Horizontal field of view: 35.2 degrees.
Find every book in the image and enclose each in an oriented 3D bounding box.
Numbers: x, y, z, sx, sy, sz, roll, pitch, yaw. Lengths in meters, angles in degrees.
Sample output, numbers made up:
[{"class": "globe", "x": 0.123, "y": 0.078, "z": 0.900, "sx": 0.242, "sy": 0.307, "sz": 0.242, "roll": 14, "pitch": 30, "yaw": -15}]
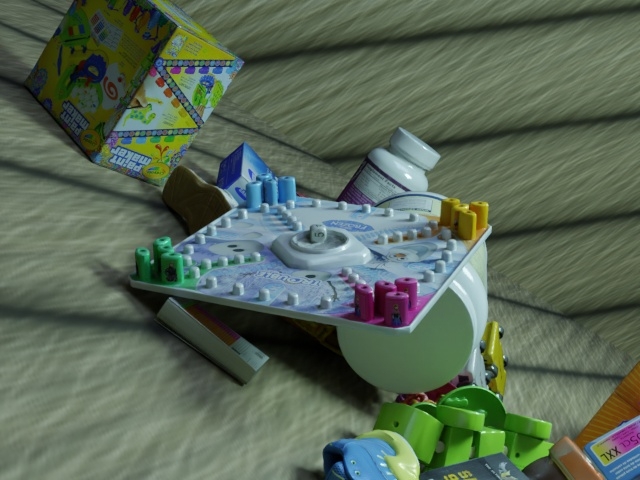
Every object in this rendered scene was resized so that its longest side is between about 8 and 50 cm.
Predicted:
[{"class": "book", "x": -0.137, "y": 0.124, "z": 1.314, "sx": 0.144, "sy": 0.035, "sz": 0.096, "roll": 36, "pitch": 8, "yaw": 4}]

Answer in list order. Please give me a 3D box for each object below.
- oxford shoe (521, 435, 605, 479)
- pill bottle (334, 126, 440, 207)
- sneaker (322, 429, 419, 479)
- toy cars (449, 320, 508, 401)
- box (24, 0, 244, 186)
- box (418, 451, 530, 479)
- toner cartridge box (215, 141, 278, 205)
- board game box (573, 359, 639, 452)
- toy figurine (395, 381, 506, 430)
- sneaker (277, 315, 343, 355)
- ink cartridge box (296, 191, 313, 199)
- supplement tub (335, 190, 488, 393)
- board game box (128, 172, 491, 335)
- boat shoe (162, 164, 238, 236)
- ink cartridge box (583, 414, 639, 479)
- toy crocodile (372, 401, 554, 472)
[{"class": "oxford shoe", "x": 0.382, "y": 0.441, "z": 1.334, "sx": 0.363, "sy": 0.133, "sz": 0.130, "roll": 55, "pitch": 2, "yaw": 4}, {"class": "pill bottle", "x": 0.152, "y": -0.116, "z": 2.436, "sx": 0.169, "sy": 0.301, "sz": 0.169, "roll": 34, "pitch": 11, "yaw": -8}, {"class": "sneaker", "x": 0.070, "y": 0.302, "z": 1.106, "sx": 0.126, "sy": 0.091, "sz": 0.240, "roll": 7, "pitch": 24, "yaw": -28}, {"class": "toy cars", "x": 0.263, "y": 0.233, "z": 1.776, "sx": 0.087, "sy": 0.176, "sz": 0.394, "roll": 1, "pitch": 1, "yaw": 18}, {"class": "box", "x": -0.345, "y": -0.304, "z": 1.832, "sx": 0.290, "sy": 0.279, "sz": 0.177, "roll": 44, "pitch": 15, "yaw": 35}, {"class": "box", "x": 0.224, "y": 0.360, "z": 1.195, "sx": 0.183, "sy": 0.056, "sz": 0.231, "roll": -2, "pitch": 35, "yaw": -41}, {"class": "toner cartridge box", "x": -0.124, "y": -0.084, "z": 1.994, "sx": 0.165, "sy": 0.075, "sz": 0.348, "roll": 46, "pitch": 8, "yaw": -14}, {"class": "board game box", "x": 0.721, "y": 0.385, "z": 1.897, "sx": 0.356, "sy": 0.356, "sz": 0.356, "roll": 40, "pitch": 13, "yaw": 21}, {"class": "toy figurine", "x": 0.170, "y": 0.260, "z": 1.529, "sx": 0.173, "sy": 0.130, "sz": 0.159, "roll": 5, "pitch": 7, "yaw": -18}, {"class": "sneaker", "x": -0.011, "y": 0.123, "z": 1.595, "sx": 0.175, "sy": 0.064, "sz": 0.067, "roll": 31, "pitch": 9, "yaw": -20}, {"class": "ink cartridge box", "x": 0.013, "y": -0.026, "z": 2.252, "sx": 0.175, "sy": 0.072, "sz": 0.127, "roll": 21, "pitch": 18, "yaw": -50}, {"class": "supplement tub", "x": 0.145, "y": 0.076, "z": 1.592, "sx": 0.235, "sy": 0.235, "sz": 0.325, "roll": 34, "pitch": 22, "yaw": -5}, {"class": "board game box", "x": 0.000, "y": 0.000, "z": 1.395, "sx": 0.390, "sy": 0.050, "sz": 0.390, "roll": 9, "pitch": 23, "yaw": 22}, {"class": "boat shoe", "x": -0.174, "y": -0.043, "z": 1.719, "sx": 0.096, "sy": 0.098, "sz": 0.277, "roll": 25, "pitch": 14, "yaw": -38}, {"class": "ink cartridge box", "x": 0.568, "y": 0.461, "z": 1.460, "sx": 0.270, "sy": 0.151, "sz": 0.395, "roll": 57, "pitch": 5, "yaw": -22}, {"class": "toy crocodile", "x": 0.221, "y": 0.290, "z": 1.402, "sx": 0.341, "sy": 0.115, "sz": 0.105, "roll": 15, "pitch": -6, "yaw": -35}]
